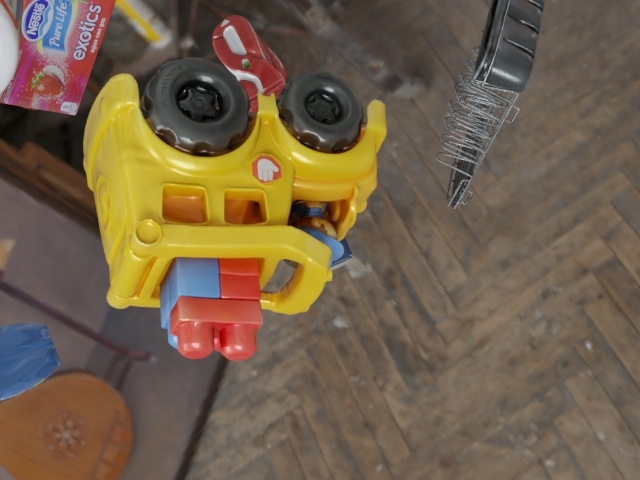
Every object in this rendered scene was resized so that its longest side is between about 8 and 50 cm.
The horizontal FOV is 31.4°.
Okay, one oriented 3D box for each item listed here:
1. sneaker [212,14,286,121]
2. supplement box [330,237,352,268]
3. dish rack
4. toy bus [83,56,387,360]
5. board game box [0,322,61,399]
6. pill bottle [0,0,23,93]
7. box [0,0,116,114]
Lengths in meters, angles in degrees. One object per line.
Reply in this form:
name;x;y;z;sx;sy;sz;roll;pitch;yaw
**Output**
sneaker;-0.068;-0.211;1.626;0.087;0.128;0.221;-25;70;20
supplement box;0.000;0.000;1.524;0.056;0.083;0.083;-22;84;-6
dish rack;0.206;-0.182;1.459;0.074;0.271;0.208;22;46;-1
toy bus;-0.055;-0.009;0.838;0.149;0.220;0.211;125;141;-55
board game box;-0.395;0.163;1.427;0.133;0.033;0.169;-19;31;-17
pill bottle;-0.274;-0.201;0.818;0.124;0.124;0.221;-28;43;17
box;-0.352;-0.308;1.488;0.257;0.122;0.128;-63;37;28
